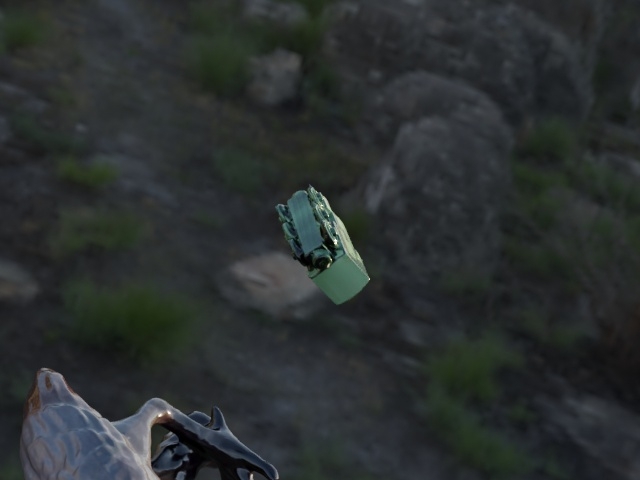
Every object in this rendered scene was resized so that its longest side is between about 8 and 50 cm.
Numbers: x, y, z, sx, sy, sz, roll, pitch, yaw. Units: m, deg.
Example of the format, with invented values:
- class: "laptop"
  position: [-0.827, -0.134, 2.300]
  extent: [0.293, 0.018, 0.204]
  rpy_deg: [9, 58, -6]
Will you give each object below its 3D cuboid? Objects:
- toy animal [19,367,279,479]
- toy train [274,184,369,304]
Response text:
- class: "toy animal"
  position: [-0.142, 0.189, 1.201]
  extent: [0.195, 0.090, 0.324]
  rpy_deg: [29, 30, -3]
- class: "toy train"
  position: [0.000, 0.000, 1.132]
  extent: [0.053, 0.033, 0.083]
  rpy_deg: [48, 12, -31]
